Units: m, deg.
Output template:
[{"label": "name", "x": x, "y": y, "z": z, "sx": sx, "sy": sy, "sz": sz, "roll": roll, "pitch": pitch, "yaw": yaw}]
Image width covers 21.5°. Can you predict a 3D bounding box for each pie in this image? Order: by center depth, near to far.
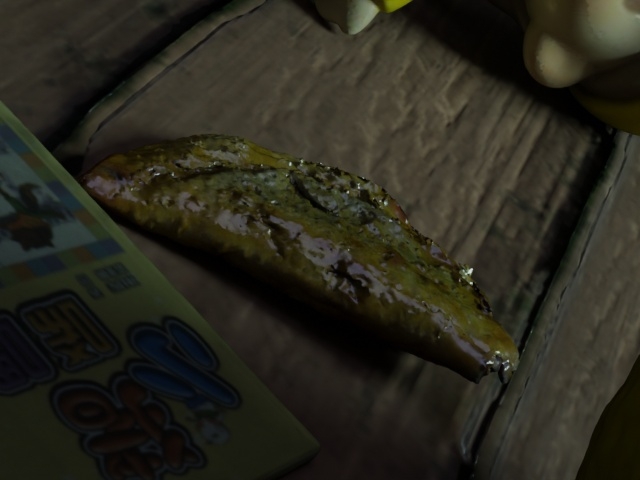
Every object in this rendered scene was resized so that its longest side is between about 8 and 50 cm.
[{"label": "pie", "x": 0.000, "y": 0.000, "z": 0.624, "sx": 0.170, "sy": 0.034, "sz": 0.092, "roll": 28, "pitch": 32, "yaw": 2}]

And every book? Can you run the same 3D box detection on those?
[{"label": "book", "x": -0.109, "y": 0.020, "z": 0.508, "sx": 0.192, "sy": 0.013, "sz": 0.168, "roll": 45, "pitch": 31, "yaw": 17}]

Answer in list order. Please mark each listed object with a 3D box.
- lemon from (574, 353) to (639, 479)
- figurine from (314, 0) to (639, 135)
[{"label": "lemon", "x": 0.188, "y": 0.109, "z": 0.454, "sx": 0.234, "sy": 0.233, "sz": 0.288, "roll": 5, "pitch": 34, "yaw": -40}, {"label": "figurine", "x": 0.123, "y": -0.176, "z": 0.818, "sx": 0.344, "sy": 0.215, "sz": 0.187, "roll": 17, "pitch": 30, "yaw": -23}]
